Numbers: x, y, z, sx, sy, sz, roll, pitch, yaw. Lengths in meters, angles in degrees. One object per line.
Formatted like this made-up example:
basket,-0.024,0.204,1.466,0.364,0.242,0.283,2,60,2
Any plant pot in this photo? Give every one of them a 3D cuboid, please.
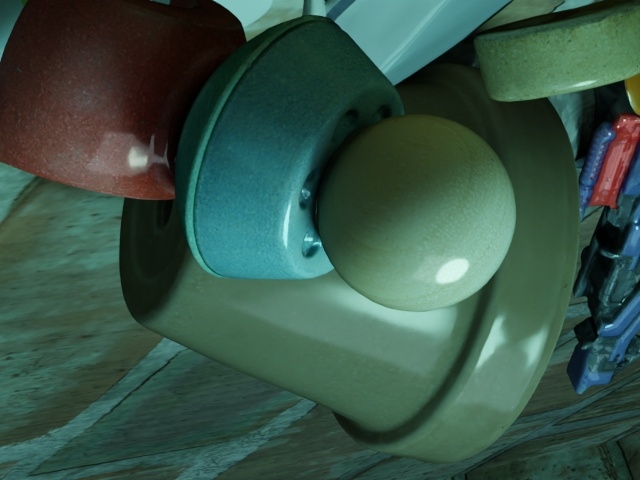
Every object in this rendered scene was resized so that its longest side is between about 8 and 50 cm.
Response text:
plant pot,0.000,0.000,1.208,0.229,0.263,0.263,10,152,-24

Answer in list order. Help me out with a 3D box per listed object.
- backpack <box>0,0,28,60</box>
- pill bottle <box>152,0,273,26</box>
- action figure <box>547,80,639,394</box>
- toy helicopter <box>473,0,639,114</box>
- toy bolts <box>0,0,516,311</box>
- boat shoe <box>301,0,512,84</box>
backpack,-0.242,-0.088,0.649,0.356,0.273,0.290,-16,173,34
pill bottle,-0.060,-0.150,0.806,0.067,0.120,0.067,-16,164,-5
action figure,0.251,-0.063,1.348,0.330,0.178,0.341,-3,134,-30
toy helicopter,0.217,-0.131,0.997,0.355,0.140,0.235,-18,-167,-32
toy bolts,-0.002,-0.087,0.547,0.218,0.158,0.228,-16,127,-59
boat shoe,0.035,-0.178,0.784,0.136,0.156,0.367,-33,173,-18
